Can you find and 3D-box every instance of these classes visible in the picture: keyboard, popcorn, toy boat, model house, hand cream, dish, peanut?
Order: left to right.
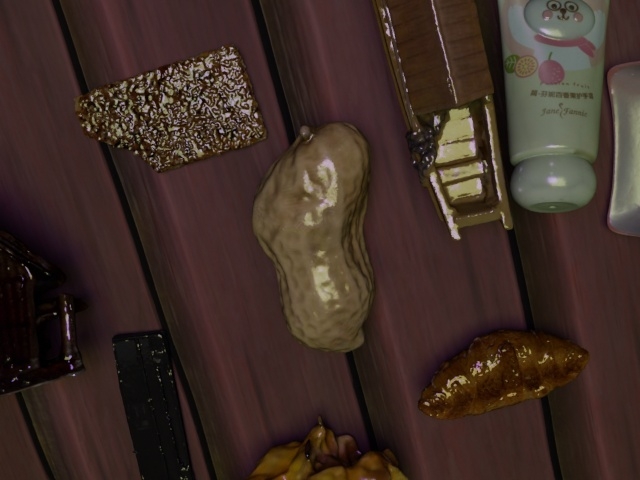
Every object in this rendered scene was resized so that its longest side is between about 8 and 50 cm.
[{"bbox_3d":[-0.512,0.073,0.882,0.317,0.297,0.283,-9,95,45],"label":"model house"},{"bbox_3d":[-0.246,0.252,0.977,0.087,0.017,0.251,-7,103,5],"label":"keyboard"},{"bbox_3d":[-0.007,-0.005,0.840,0.159,0.143,0.292,11,113,37],"label":"peanut"},{"bbox_3d":[0.000,0.371,0.900,0.253,0.190,0.191,-35,105,7],"label":"popcorn"},{"bbox_3d":[0.139,-0.222,0.760,0.135,0.162,0.446,-14,102,5],"label":"toy boat"},{"bbox_3d":[0.270,-0.186,0.776,0.147,0.093,0.306,3,78,3],"label":"hand cream"},{"bbox_3d":[0.421,-0.107,0.785,0.077,0.151,0.213,-11,104,-23],"label":"dish"}]

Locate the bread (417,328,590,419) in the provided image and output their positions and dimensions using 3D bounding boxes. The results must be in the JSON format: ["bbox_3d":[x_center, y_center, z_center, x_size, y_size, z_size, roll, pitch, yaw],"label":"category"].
[{"bbox_3d":[0.235,0.171,0.890,0.232,0.076,0.105,-20,113,2],"label":"bread"}]

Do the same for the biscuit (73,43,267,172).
[{"bbox_3d":[-0.198,-0.159,0.871,0.236,0.026,0.131,-16,100,7],"label":"biscuit"}]
